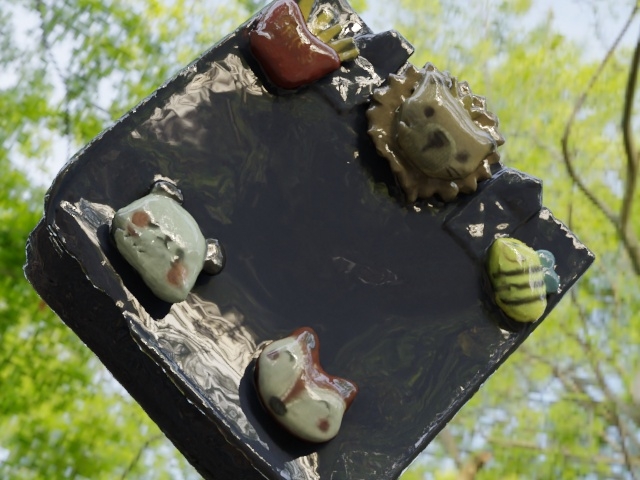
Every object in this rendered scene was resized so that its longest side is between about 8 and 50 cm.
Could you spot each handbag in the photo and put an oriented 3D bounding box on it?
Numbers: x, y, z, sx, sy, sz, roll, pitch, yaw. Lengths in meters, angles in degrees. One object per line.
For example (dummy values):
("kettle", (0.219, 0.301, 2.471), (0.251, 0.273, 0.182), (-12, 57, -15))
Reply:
("handbag", (0.000, 0.000, 0.960), (0.303, 0.329, 0.122), (48, -23, -1))
